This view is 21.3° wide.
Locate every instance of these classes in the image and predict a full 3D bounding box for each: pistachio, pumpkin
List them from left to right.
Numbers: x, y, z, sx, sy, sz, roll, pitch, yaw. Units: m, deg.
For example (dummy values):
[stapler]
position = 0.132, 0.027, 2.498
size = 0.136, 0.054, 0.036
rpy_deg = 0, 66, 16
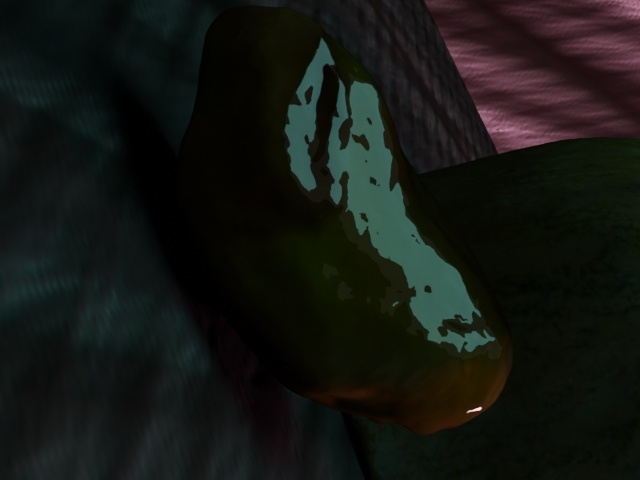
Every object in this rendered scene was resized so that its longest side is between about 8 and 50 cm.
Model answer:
[pistachio]
position = -0.002, -0.002, 0.681
size = 0.189, 0.100, 0.110
rpy_deg = 55, -10, -13
[pumpkin]
position = 0.142, 0.090, 0.940
size = 0.332, 0.199, 0.332
rpy_deg = 59, 12, -21
